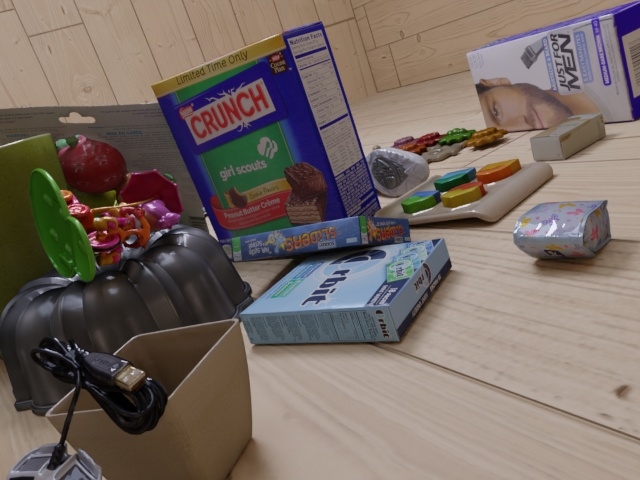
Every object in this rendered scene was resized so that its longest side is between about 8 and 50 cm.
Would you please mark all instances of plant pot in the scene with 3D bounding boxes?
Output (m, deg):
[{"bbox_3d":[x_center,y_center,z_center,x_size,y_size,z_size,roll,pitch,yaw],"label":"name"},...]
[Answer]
[{"bbox_3d":[-0.111,0.133,0.433,0.109,0.096,0.109,-13,17,24],"label":"plant pot"},{"bbox_3d":[-0.482,0.023,0.872,0.275,0.293,0.275,-19,16,5],"label":"plant pot"}]

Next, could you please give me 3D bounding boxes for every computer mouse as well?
[{"bbox_3d":[-0.159,0.161,0.344,0.106,0.193,0.042,9,-15,24],"label":"computer mouse"}]

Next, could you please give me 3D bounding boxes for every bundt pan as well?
[{"bbox_3d":[-0.263,0.076,0.755,0.331,0.124,0.331,-18,15,5],"label":"bundt pan"}]

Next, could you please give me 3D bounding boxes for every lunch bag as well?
[{"bbox_3d":[0.241,-0.008,0.574,0.071,0.053,0.083,-1,14,42],"label":"lunch bag"}]

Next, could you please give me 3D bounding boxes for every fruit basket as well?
[{"bbox_3d":[-0.394,-0.117,1.074,0.327,0.353,0.165,-3,46,1],"label":"fruit basket"}]

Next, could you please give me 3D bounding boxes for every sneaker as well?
[{"bbox_3d":[0.133,-0.140,1.075,0.115,0.090,0.232,-24,17,-28],"label":"sneaker"}]

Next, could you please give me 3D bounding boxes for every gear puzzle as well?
[{"bbox_3d":[0.247,-0.213,1.254,0.175,0.044,0.339,-30,19,-34],"label":"gear puzzle"}]

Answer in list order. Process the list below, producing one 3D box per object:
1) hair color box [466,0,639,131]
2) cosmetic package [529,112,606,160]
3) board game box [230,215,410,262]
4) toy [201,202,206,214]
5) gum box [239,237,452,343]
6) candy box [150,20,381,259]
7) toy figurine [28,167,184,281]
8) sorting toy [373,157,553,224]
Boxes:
[{"bbox_3d":[0.455,-0.318,1.105,0.110,0.185,0.339,-28,17,-22],"label":"hair color box"},{"bbox_3d":[0.403,-0.169,0.933,0.115,0.041,0.060,-28,18,-27],"label":"cosmetic package"},{"bbox_3d":[0.000,0.000,0.766,0.201,0.035,0.136,-9,-5,35],"label":"board game box"},{"bbox_3d":[-0.344,-0.084,1.499,0.137,0.056,0.237,-9,19,28],"label":"toy"},{"bbox_3d":[0.030,0.055,0.628,0.184,0.041,0.157,-7,19,35],"label":"gum box"},{"bbox_3d":[-0.081,-0.142,0.906,0.268,0.317,0.122,-8,19,35],"label":"candy box"},{"bbox_3d":[-0.235,-0.031,0.687,0.159,0.130,0.173,-20,35,-38],"label":"toy figurine"},{"bbox_3d":[0.207,-0.074,0.854,0.193,0.038,0.208,-31,20,-37],"label":"sorting toy"}]
